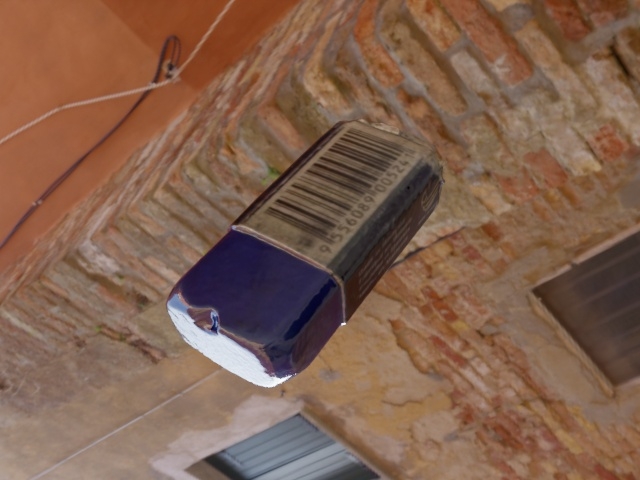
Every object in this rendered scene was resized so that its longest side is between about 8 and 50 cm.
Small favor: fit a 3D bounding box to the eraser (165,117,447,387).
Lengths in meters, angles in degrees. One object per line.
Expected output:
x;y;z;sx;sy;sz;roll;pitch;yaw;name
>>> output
0.000;0.000;0.669;0.332;0.154;0.102;-49;-31;-31;eraser
